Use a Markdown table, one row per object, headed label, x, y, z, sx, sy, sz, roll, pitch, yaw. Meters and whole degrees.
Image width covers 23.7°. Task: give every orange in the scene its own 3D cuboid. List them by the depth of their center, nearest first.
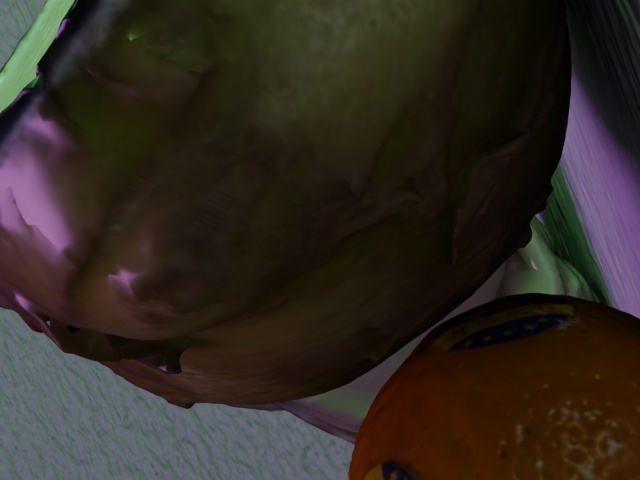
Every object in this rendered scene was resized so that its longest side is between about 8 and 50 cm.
| label | x | y | z | sx | sy | sz | roll | pitch | yaw |
| --- | --- | --- | --- | --- | --- | --- | --- | --- | --- |
| orange | 0.089 | 0.104 | 0.554 | 0.177 | 0.155 | 0.178 | 164 | 90 | -90 |

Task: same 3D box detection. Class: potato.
| label | x | y | z | sx | sy | sz | roll | pitch | yaw |
| --- | --- | --- | --- | --- | --- | --- | --- | --- | --- |
| potato | -0.001 | -0.051 | 0.514 | 0.196 | 0.246 | 0.299 | 31 | 179 | -13 |

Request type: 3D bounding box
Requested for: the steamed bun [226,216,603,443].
| label | x | y | z | sx | sy | sz | roll | pitch | yaw |
| --- | --- | --- | --- | --- | --- | --- | --- | --- | --- |
| steamed bun | 0.000 | 0.000 | 0.988 | 0.394 | 0.237 | 0.347 | 45 | -173 | -49 |
